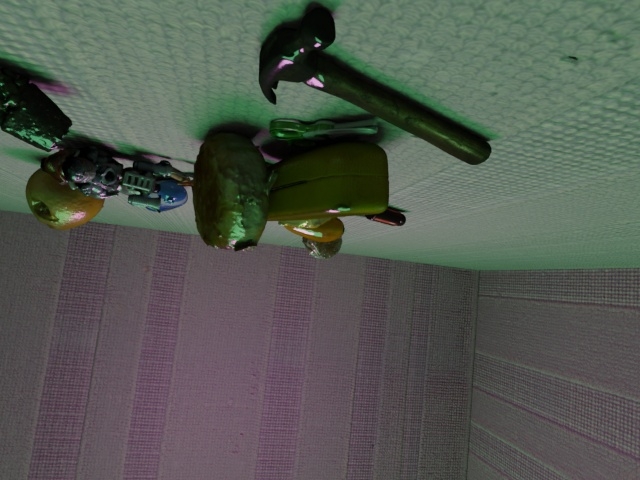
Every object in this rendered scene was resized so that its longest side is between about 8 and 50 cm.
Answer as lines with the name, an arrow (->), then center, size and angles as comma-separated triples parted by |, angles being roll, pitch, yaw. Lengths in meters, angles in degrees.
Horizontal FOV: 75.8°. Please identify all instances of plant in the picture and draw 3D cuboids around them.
plant -> -0.477, -0.210, 0.652 | 0.094, 0.092, 0.143 | -35, 131, 21

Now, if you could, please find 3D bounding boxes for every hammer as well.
hammer -> 0.112, -0.184, 0.598 | 0.440, 0.044, 0.168 | 11, 171, -36

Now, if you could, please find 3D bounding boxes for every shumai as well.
shumai -> 0.005, 0.000, 2.018 | 0.184, 0.184, 0.142 | 11, -164, -36

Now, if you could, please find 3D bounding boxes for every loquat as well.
loquat -> -0.765, -0.140, 1.242 | 0.213, 0.213, 0.213 | 6, 174, 1

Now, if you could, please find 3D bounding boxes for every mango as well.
mango -> -0.032, -0.057, 1.584 | 0.253, 0.113, 0.138 | 10, 173, -14

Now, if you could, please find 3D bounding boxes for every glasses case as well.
glasses case -> -0.001, -0.115, 0.833 | 0.173, 0.141, 0.371 | -3, -178, -33

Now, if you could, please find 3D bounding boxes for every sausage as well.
sausage -> -0.410, -0.187, 1.170 | 0.024, 0.024, 0.132 | 4, 173, 15

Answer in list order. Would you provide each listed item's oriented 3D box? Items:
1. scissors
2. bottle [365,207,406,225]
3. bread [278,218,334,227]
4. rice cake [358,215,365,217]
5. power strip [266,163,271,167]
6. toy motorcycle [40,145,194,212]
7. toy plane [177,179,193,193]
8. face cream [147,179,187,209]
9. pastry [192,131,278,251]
scissors -> 0.007, -0.191, 0.717 | 0.204, 0.027, 0.101 | 4, 177, 37
bottle -> 0.222, -0.081, 1.372 | 0.164, 0.060, 0.060 | 11, 172, -41
bread -> -0.030, -0.087, 1.204 | 0.125, 0.068, 0.188 | 4, -161, 23
rice cake -> 0.077, -0.107, 1.385 | 0.211, 0.034, 0.043 | 8, -178, -24
power strip -> -0.098, -0.147, 1.043 | 0.305, 0.064, 0.044 | 12, 175, -44
toy motorcycle -> -0.495, -0.156, 1.041 | 0.401, 0.134, 0.207 | 12, 179, -19
toy plane -> -0.325, -0.148, 1.175 | 0.188, 0.062, 0.135 | -4, -157, 21
face cream -> -0.520, -0.148, 1.357 | 0.149, 0.083, 0.264 | 9, 173, -33
pastry -> -0.183, -0.098, 0.846 | 0.121, 0.235, 0.257 | -4, -169, -33
